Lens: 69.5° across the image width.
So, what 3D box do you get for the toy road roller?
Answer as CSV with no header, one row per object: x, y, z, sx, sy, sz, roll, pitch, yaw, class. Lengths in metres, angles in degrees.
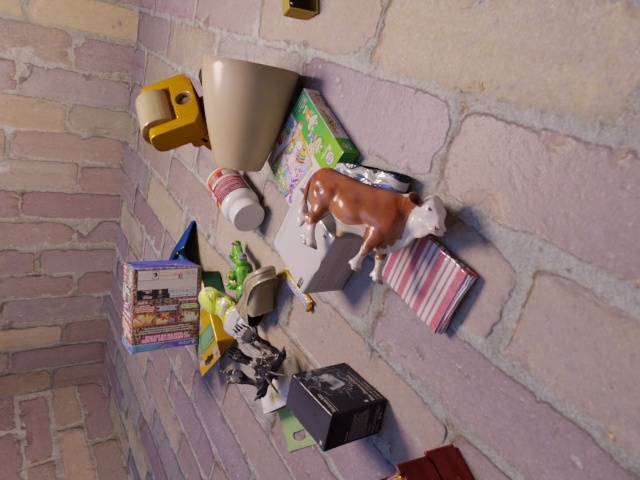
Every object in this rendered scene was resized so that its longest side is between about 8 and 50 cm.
-0.385,-0.378,1.461,0.240,0.330,0.202,79,171,-63,toy road roller

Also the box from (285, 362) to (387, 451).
0.033,0.360,1.020,0.156,0.158,0.093,30,114,49,box

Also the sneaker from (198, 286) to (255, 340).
-0.290,0.238,1.532,0.240,0.126,0.091,42,97,14,sneaker

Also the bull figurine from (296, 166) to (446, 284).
0.088,-0.035,0.888,0.310,0.101,0.188,27,88,31,bull figurine

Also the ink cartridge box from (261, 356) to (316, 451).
-0.099,0.463,1.292,0.171,0.056,0.235,-41,57,45,ink cartridge box

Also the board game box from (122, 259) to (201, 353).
-0.561,0.223,1.624,0.141,0.232,0.290,13,101,54,board game box

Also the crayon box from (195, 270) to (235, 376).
-0.398,0.299,1.667,0.203,0.083,0.322,-48,53,43,crayon box

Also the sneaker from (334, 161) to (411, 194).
0.097,-0.119,0.987,0.211,0.080,0.081,28,111,50,sneaker

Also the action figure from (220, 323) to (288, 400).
-0.192,0.328,1.265,0.276,0.141,0.164,15,80,62,action figure

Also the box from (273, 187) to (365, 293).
0.000,0.000,1.089,0.182,0.119,0.181,57,133,36,box

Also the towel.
0.202,0.066,0.897,0.197,0.029,0.144,50,129,44,towel

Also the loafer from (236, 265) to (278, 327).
-0.176,0.169,1.357,0.092,0.102,0.268,57,146,23,loafer

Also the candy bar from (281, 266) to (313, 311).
-0.063,0.134,1.264,0.161,0.018,0.040,48,128,43,candy bar

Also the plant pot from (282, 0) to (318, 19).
-0.061,-0.618,1.194,0.083,0.081,0.081,3,94,64,plant pot

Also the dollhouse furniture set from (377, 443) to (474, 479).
0.215,0.571,0.781,0.201,0.152,0.374,-56,49,38,dollhouse furniture set

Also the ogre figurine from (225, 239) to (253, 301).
-0.255,0.103,1.467,0.118,0.097,0.197,-171,97,-71,ogre figurine

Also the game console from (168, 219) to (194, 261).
-0.550,0.107,1.917,0.250,0.173,0.293,49,136,1,game console

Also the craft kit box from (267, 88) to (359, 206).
-0.030,-0.211,1.182,0.250,0.061,0.246,-56,51,38,craft kit box

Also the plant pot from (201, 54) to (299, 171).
-0.203,-0.333,1.246,0.256,0.257,0.274,30,116,49,plant pot

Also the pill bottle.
-0.266,-0.130,1.445,0.221,0.121,0.121,51,129,40,pill bottle
